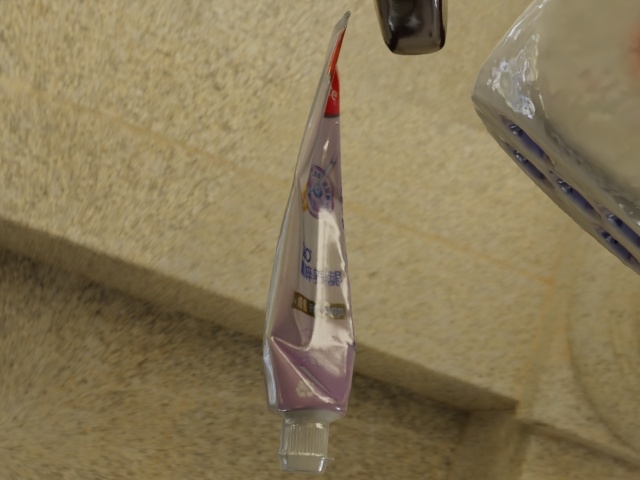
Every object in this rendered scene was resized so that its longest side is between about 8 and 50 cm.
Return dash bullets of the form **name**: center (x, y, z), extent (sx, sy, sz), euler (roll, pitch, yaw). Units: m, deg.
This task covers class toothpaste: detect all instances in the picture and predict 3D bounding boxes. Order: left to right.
- **toothpaste**: center (0.000, 0.000, 0.875), extent (0.048, 0.075, 0.301), euler (-2, -107, 22)

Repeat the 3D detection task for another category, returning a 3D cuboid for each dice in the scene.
- **dice**: center (0.291, -0.114, 1.040), extent (0.259, 0.251, 0.243), euler (-43, -102, 1)

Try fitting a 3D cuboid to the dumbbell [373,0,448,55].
- **dumbbell**: center (0.134, -0.171, 0.702), extent (0.225, 0.140, 0.124), euler (-5, -62, 6)
